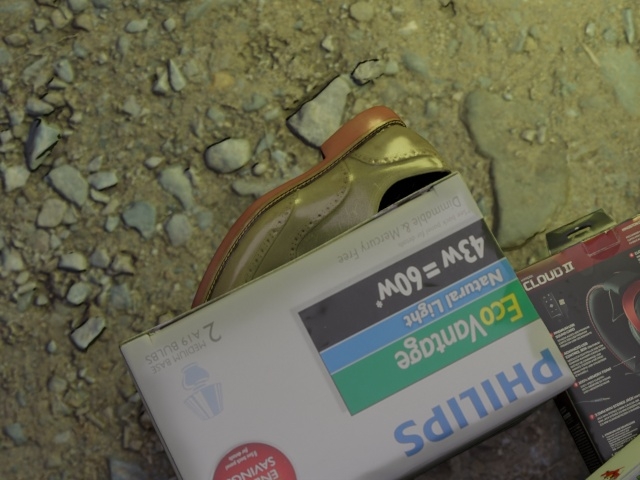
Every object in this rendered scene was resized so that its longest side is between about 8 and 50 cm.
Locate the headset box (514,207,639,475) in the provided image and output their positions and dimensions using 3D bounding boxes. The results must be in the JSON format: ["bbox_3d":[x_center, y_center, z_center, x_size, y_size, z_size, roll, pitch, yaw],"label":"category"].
[{"bbox_3d":[0.347,0.105,1.404,0.218,0.110,0.293,-25,77,-3],"label":"headset box"}]

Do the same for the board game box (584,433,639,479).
[{"bbox_3d":[0.322,0.331,1.306,0.305,0.053,0.193,-42,102,8],"label":"board game box"}]

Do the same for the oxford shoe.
[{"bbox_3d":[0.000,0.000,1.422,0.130,0.123,0.348,38,81,29],"label":"oxford shoe"}]

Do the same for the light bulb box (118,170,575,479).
[{"bbox_3d":[0.027,0.146,1.279,0.357,0.361,0.225,-27,77,-5],"label":"light bulb box"}]
